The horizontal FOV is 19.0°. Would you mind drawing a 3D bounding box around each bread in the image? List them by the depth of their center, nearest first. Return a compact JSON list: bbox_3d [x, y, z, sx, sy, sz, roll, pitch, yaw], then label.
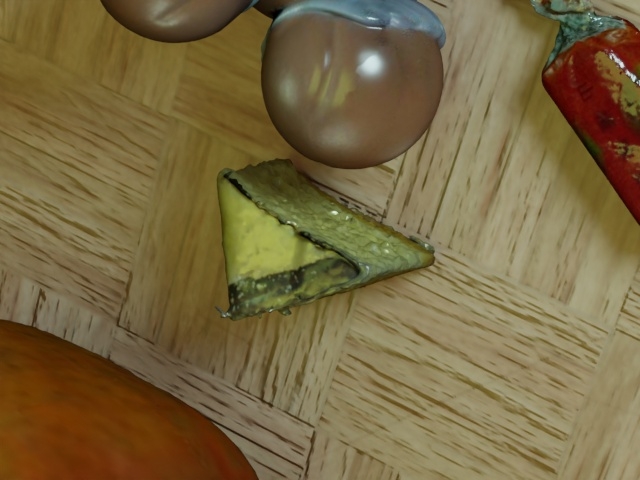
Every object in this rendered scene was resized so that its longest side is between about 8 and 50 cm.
[{"bbox_3d":[0.000,0.000,1.454,0.152,0.147,0.127,-1,94,21],"label":"bread"}]

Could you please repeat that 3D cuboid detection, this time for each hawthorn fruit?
[{"bbox_3d":[-0.282,0.277,1.518,0.471,0.472,0.472,9,110,25],"label":"hawthorn fruit"}]

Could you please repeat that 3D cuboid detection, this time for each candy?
[{"bbox_3d":[0.229,-0.079,1.353,0.086,0.059,0.292,-36,87,33],"label":"candy"}]

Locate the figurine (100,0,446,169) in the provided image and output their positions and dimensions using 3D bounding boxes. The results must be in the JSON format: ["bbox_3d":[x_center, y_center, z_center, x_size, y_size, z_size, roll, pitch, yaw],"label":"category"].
[{"bbox_3d":[0.049,-0.265,1.288,0.276,0.248,0.388,37,124,-9],"label":"figurine"}]
